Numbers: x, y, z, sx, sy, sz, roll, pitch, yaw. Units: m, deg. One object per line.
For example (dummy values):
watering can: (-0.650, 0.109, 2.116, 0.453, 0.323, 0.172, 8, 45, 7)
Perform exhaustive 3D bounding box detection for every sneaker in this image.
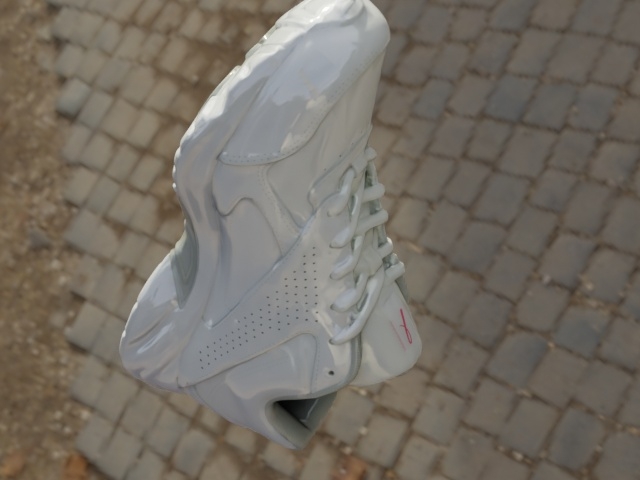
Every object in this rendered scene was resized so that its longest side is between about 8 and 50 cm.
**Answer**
sneaker: (0.000, 0.000, 0.612, 0.115, 0.232, 0.090, 33, 50, 9)
